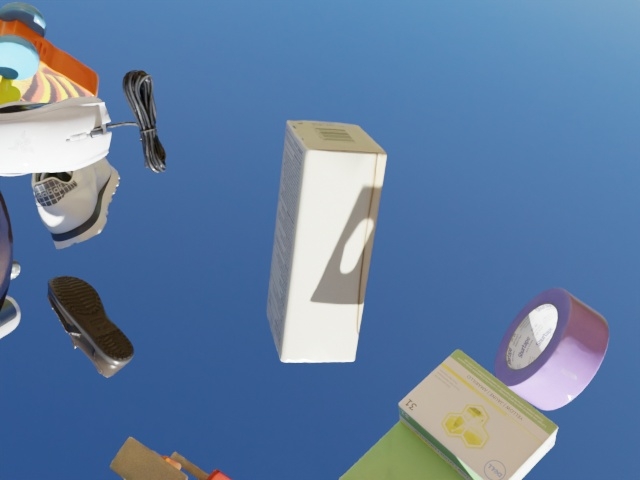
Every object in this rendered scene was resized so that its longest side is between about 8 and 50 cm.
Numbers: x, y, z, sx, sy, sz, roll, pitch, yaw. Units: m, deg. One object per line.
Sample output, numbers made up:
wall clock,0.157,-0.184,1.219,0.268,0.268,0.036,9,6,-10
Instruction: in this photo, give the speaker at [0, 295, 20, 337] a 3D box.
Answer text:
speaker,-0.416,0.104,0.957,0.055,0.055,0.136,21,-173,-3

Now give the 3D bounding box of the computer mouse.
computer mouse,-0.228,-0.100,0.750,0.042,0.106,0.193,18,-153,39

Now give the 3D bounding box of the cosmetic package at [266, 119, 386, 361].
cosmetic package,0.000,0.000,1.116,0.113,0.309,0.160,1,-157,-13

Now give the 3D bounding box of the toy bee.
toy bee,-0.476,-0.284,1.147,0.298,0.162,0.195,56,-155,-27

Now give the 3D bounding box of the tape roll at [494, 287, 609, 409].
tape roll,0.376,0.177,1.295,0.080,0.189,0.189,32,-150,-10

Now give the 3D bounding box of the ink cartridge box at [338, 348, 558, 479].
ink cartridge box,0.161,0.272,1.008,0.235,0.056,0.171,-37,-124,-22

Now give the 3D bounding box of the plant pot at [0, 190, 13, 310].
plant pot,-0.277,0.007,0.402,0.215,0.215,0.230,10,177,-19

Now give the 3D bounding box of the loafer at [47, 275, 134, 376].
loafer,-0.406,0.148,1.345,0.080,0.078,0.220,-5,-135,-51

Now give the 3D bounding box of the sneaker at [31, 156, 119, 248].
sneaker,-0.323,-0.085,1.021,0.090,0.095,0.235,-27,-149,0

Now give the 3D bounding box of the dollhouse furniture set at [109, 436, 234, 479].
dollhouse furniture set,-0.183,0.394,0.937,0.135,0.262,0.259,24,-109,28

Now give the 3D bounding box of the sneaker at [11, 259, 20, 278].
sneaker,-0.508,0.048,1.257,0.031,0.083,0.035,11,-125,-48
